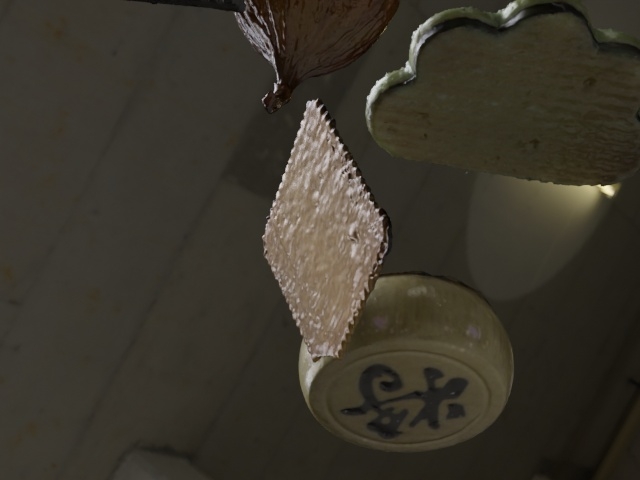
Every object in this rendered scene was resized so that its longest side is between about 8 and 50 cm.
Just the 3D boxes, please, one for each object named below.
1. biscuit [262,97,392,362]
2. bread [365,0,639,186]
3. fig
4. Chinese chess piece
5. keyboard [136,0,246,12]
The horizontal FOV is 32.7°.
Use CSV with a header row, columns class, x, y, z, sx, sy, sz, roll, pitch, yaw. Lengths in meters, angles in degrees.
class,x,y,z,sx,sy,sz,roll,pitch,yaw
biscuit,0.000,0.000,1.174,0.013,0.232,0.237,-4,-45,-26
bread,0.195,-0.146,1.040,0.286,0.056,0.207,10,-48,-11
fig,-0.009,-0.167,0.875,0.134,0.146,0.201,111,165,-64
Chinese chess piece,0.102,0.151,1.310,0.257,0.257,0.104,78,-170,-46
keyboard,-0.169,-0.202,0.723,0.017,0.250,0.087,-64,-22,-49
